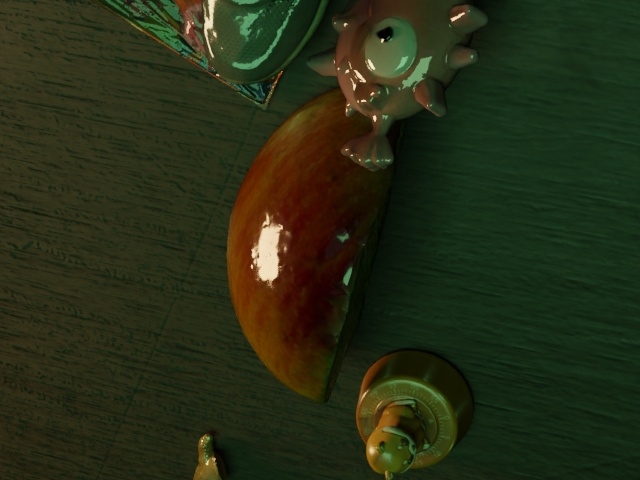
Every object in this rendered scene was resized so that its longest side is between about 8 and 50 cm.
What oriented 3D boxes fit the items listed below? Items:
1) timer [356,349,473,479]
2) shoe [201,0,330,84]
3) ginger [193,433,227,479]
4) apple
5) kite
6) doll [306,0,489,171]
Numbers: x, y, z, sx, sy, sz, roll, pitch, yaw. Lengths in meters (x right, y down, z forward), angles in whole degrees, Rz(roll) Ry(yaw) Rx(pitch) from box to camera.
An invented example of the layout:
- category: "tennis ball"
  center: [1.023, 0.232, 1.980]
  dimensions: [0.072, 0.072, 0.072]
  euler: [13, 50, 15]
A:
- category: "timer"
  center: [0.089, 0.209, 1.596]
  dimensions: [0.132, 0.152, 0.132]
  euler: [6, 112, 15]
- category: "shoe"
  center: [-0.061, -0.309, 1.413]
  dimensions: [0.132, 0.171, 0.336]
  euler: [16, 106, 15]
- category: "ginger"
  center: [-0.130, 0.279, 1.764]
  dimensions: [0.048, 0.030, 0.097]
  euler: [27, 117, 37]
- category: "apple"
  center: [0.000, 0.000, 1.546]
  dimensions: [0.254, 0.179, 0.346]
  euler: [39, 124, 41]
- category: "kite"
  center: [-0.099, -0.249, 1.559]
  dimensions: [0.321, 0.016, 0.234]
  euler: [-11, 108, 22]
- category: "doll"
  center: [0.078, -0.193, 1.435]
  dimensions: [0.211, 0.093, 0.262]
  euler: [10, 78, 47]
